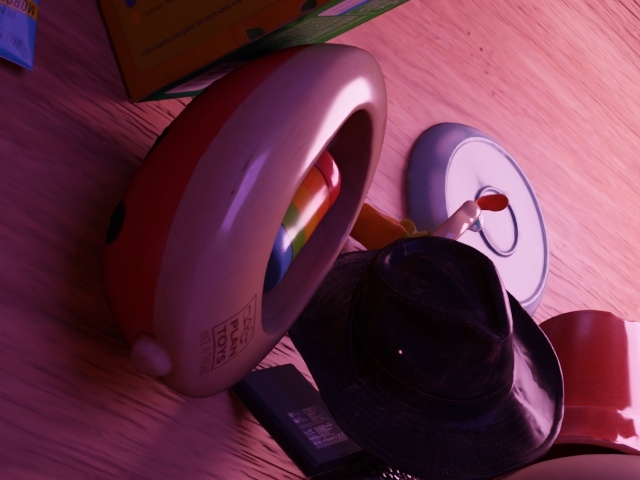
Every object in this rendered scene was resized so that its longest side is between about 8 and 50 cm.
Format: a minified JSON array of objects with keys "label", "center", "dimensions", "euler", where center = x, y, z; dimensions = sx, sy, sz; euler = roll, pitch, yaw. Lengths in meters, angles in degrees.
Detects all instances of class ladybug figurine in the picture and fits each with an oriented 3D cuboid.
[{"label":"ladybug figurine","center":[-0.077,-0.036,1.189],"dimensions":[0.449,0.162,0.305],"euler":[-54,158,-46]}]

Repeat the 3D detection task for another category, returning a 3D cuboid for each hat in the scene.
[{"label":"hat","center":[0.133,0.086,1.281],"dimensions":[0.331,0.134,0.331],"euler":[11,42,-10]}]

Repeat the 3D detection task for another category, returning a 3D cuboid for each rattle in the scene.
[{"label":"rattle","center":[0.131,-0.034,1.528],"dimensions":[0.143,0.130,0.199],"euler":[35,61,17]}]

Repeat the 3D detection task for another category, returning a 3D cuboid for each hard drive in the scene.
[{"label":"hard drive","center":[-0.022,0.185,1.262],"dimensions":[0.094,0.022,0.135],"euler":[-6,44,-50]}]

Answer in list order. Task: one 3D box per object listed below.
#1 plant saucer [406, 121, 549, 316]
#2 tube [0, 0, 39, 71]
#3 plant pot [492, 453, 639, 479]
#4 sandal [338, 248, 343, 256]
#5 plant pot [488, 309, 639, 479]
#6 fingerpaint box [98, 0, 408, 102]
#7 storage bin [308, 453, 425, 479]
[{"label":"plant saucer","center":[0.236,-0.022,1.696],"dimensions":[0.317,0.044,0.317],"euler":[22,59,-42]},{"label":"tube","center":[-0.300,-0.270,1.176],"dimensions":[0.080,0.052,0.207],"euler":[19,66,-32]},{"label":"plant pot","center":[0.237,0.336,1.208],"dimensions":[0.191,0.284,0.284],"euler":[17,55,-3]},{"label":"sandal","center":[0.000,0.000,1.404],"dimensions":[0.072,0.049,0.180],"euler":[25,57,-41]},{"label":"plant pot","center":[0.346,0.248,1.557],"dimensions":[0.272,0.272,0.265],"euler":[49,35,-24]},{"label":"fingerpaint box","center":[-0.048,-0.388,1.200],"dimensions":[0.163,0.445,0.371],"euler":[-17,87,-52]},{"label":"storage bin","center":[0.065,0.321,1.285],"dimensions":[0.084,0.122,0.180],"euler":[-29,97,-51]}]
